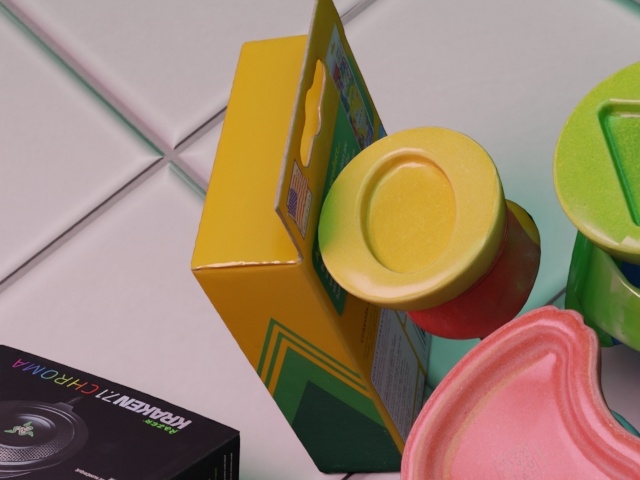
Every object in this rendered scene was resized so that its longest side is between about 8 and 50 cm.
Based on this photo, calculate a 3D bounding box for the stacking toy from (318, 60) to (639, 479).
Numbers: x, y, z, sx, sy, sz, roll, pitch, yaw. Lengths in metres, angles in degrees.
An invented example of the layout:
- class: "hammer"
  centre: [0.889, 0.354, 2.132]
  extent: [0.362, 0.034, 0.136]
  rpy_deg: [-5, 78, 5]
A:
- class: "stacking toy"
  centre: [0.166, 0.054, 0.859]
  extent: [0.279, 0.130, 0.309]
  rpy_deg: [-24, 54, 15]

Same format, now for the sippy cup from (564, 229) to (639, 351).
- class: "sippy cup"
  centre: [0.314, -0.009, 1.011]
  extent: [0.224, 0.240, 0.306]
  rpy_deg: [19, 71, 19]

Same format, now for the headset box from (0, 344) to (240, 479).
- class: "headset box"
  centre: [-0.235, 0.204, 1.009]
  extent: [0.246, 0.131, 0.283]
  rpy_deg: [15, 24, 31]

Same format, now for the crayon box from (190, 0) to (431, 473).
- class: "crayon box"
  centre: [0.000, 0.000, 1.042]
  extent: [0.083, 0.323, 0.203]
  rpy_deg: [-4, 52, 19]
